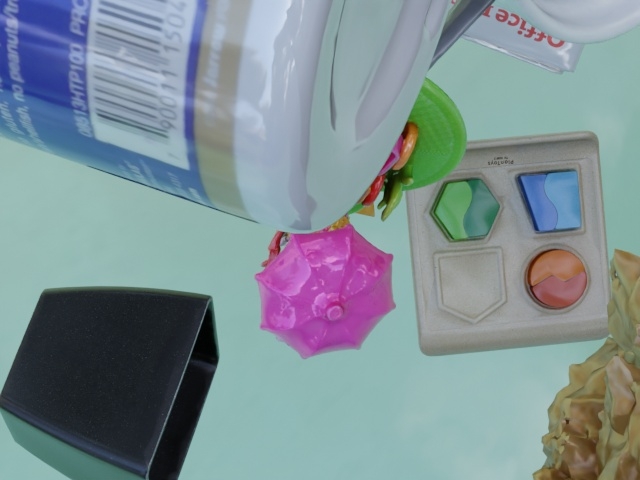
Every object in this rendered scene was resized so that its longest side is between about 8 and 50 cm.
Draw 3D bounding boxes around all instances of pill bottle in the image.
[{"bbox_3d":[-0.068,-0.080,0.390,0.187,0.112,0.112,19,99,15],"label":"pill bottle"}]

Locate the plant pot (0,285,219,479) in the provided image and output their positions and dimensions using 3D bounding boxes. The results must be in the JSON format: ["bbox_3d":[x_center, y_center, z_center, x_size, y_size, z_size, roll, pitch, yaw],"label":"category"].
[{"bbox_3d":[-0.208,0.144,1.685,0.167,0.187,0.188,17,68,6],"label":"plant pot"}]

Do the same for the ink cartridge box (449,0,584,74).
[{"bbox_3d":[0.192,-0.322,1.683,0.197,0.114,0.273,19,98,-12],"label":"ink cartridge box"}]

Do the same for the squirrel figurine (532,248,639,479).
[{"bbox_3d":[0.252,0.054,0.403,0.397,0.281,0.370,33,119,5],"label":"squirrel figurine"}]

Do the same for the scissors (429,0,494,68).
[{"bbox_3d":[0.119,-0.176,0.891,0.297,0.021,0.109,-37,58,2],"label":"scissors"}]

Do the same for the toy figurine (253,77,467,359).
[{"bbox_3d":[0.000,0.000,1.032,0.130,0.173,0.159,24,56,-13],"label":"toy figurine"}]

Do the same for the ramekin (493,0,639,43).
[{"bbox_3d":[0.178,-0.298,1.301,0.135,0.277,0.277,24,102,43],"label":"ramekin"}]

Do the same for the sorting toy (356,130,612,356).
[{"bbox_3d":[0.154,0.009,1.832,0.307,0.041,0.229,-5,97,-4],"label":"sorting toy"}]
